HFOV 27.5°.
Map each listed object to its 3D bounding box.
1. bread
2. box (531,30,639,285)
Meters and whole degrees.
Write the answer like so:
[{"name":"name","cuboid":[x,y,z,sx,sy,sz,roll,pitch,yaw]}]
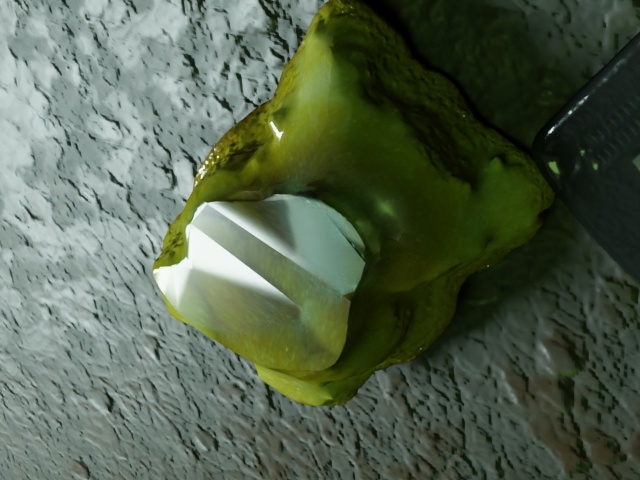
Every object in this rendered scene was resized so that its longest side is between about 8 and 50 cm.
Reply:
[{"name":"bread","cuboid":[0.000,0.000,0.706,0.161,0.088,0.233,47,133,10]},{"name":"box","cuboid":[0.169,-0.030,0.595,0.126,0.027,0.125,46,136,4]}]
